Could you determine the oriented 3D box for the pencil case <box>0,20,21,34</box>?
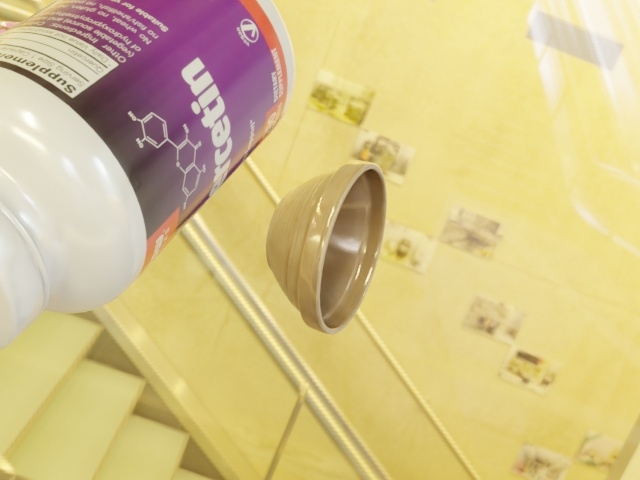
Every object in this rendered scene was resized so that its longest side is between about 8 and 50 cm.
[{"bbox_3d":[-0.369,-0.102,1.104,0.167,0.386,0.160,-8,46,14],"label":"pencil case"}]

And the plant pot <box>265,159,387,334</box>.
[{"bbox_3d":[0.000,0.000,1.115,0.109,0.237,0.237,15,11,22],"label":"plant pot"}]

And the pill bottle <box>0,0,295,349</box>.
[{"bbox_3d":[-0.159,-0.075,0.582,0.181,0.181,0.323,24,45,11],"label":"pill bottle"}]
